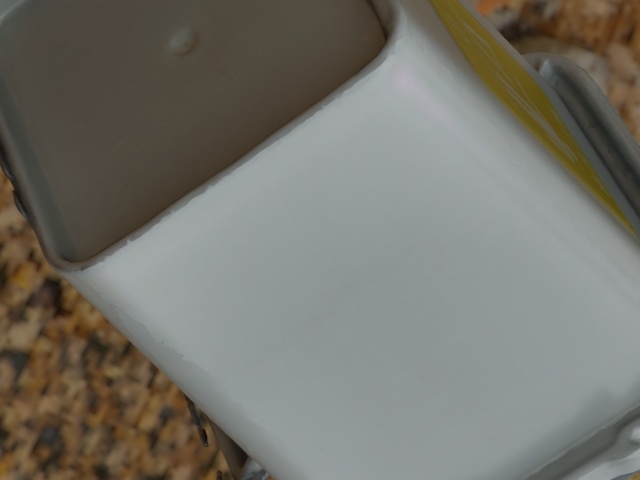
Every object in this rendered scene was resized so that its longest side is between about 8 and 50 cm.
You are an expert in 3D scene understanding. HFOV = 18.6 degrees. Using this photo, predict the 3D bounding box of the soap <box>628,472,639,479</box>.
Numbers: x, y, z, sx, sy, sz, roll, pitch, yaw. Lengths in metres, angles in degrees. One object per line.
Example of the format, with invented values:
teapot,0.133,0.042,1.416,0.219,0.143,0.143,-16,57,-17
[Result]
soap,0.173,0.168,1.301,0.324,0.204,0.096,129,-29,-73

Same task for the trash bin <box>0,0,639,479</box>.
trash bin,0.000,0.000,0.929,0.296,0.256,0.368,-34,143,11
